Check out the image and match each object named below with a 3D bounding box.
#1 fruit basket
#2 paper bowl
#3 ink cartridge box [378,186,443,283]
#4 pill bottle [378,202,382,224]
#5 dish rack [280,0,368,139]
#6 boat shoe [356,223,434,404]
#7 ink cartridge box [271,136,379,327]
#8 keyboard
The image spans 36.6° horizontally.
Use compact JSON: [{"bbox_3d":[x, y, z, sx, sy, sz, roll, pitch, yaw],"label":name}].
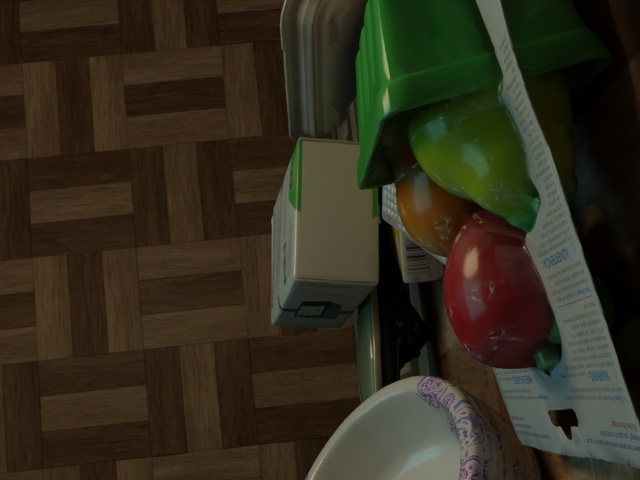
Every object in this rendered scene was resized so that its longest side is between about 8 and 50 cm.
[{"bbox_3d":[0.138,-0.020,0.701,0.327,0.165,0.353,98,150,-80],"label":"fruit basket"},{"bbox_3d":[0.098,0.287,0.937,0.284,0.148,0.284,-43,26,27],"label":"paper bowl"},{"bbox_3d":[0.110,-0.142,1.384,0.307,0.072,0.304,-109,11,-65],"label":"ink cartridge box"},{"bbox_3d":[0.105,-0.068,1.657,0.067,0.067,0.120,-107,12,-75],"label":"pill bottle"},{"bbox_3d":[0.042,-0.318,1.431,0.285,0.072,0.333,-60,-15,-26],"label":"dish rack"},{"bbox_3d":[0.113,0.125,1.457,0.127,0.113,0.340,106,164,-54],"label":"boat shoe"},{"bbox_3d":[0.000,0.000,1.453,0.289,0.121,0.211,119,153,-71],"label":"ink cartridge box"},{"bbox_3d":[0.129,-0.022,1.166,0.256,0.014,0.072,-138,38,-61],"label":"keyboard"}]
